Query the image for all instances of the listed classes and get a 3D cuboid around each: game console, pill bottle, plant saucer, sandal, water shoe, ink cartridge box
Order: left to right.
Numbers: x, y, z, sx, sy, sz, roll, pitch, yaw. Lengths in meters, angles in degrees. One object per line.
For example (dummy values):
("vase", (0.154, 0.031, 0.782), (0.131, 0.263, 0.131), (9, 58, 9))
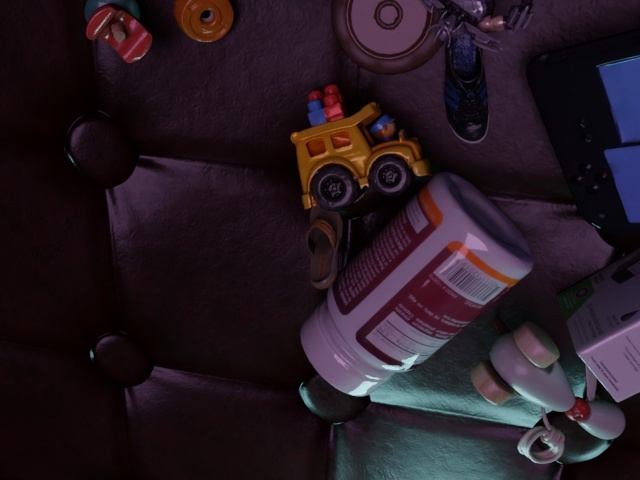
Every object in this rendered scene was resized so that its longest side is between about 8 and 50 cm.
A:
("sandal", (0.000, 0.000, 1.097), (0.072, 0.180, 0.049), (-18, 144, 33))
("plant saucer", (0.112, -0.366, 0.980), (0.199, 0.036, 0.198), (5, 115, 10))
("pill bottle", (0.155, 0.089, 1.071), (0.224, 0.224, 0.392), (40, 116, -7))
("water shoe", (0.232, -0.248, 0.982), (0.073, 0.080, 0.203), (-8, 112, 15))
("ink cartridge box", (0.564, 0.102, 1.001), (0.289, 0.211, 0.121), (-37, 100, 22))
("game console", (0.519, -0.148, 0.855), (0.387, 0.060, 0.342), (-2, 132, 48))

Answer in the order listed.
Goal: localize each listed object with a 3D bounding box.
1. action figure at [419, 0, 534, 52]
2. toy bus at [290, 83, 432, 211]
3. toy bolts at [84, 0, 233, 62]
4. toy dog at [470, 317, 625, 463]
("action figure", (0.256, -0.396, 0.873), (0.185, 0.099, 0.285), (43, 99, 7))
("toy bus", (0.061, -0.168, 1.034), (0.220, 0.149, 0.211), (-14, 94, 15))
("toy bolts", (-0.282, -0.414, 1.014), (0.229, 0.158, 0.218), (-38, 142, 14))
("toy dog", (0.423, 0.254, 1.156), (0.220, 0.161, 0.333), (-27, 121, 18))
